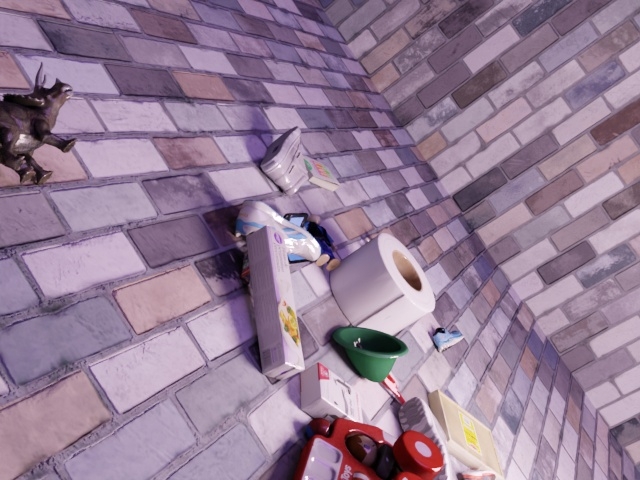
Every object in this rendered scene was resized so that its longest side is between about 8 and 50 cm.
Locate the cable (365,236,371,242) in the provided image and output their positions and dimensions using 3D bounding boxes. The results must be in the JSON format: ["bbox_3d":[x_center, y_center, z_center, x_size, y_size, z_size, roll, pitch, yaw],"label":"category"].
[{"bbox_3d":[0.226,0.094,2.304,0.287,0.072,0.139,56,2,-29],"label":"cable"}]

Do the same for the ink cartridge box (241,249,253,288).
[{"bbox_3d":[-0.140,0.076,1.603,0.063,0.029,0.115,39,33,-32],"label":"ink cartridge box"}]

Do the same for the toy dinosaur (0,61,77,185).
[{"bbox_3d":[-0.501,-0.173,1.177,0.160,0.121,0.313,43,27,3],"label":"toy dinosaur"}]

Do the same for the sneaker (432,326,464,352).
[{"bbox_3d":[0.394,0.295,2.305,0.073,0.063,0.162,56,22,13],"label":"sneaker"}]

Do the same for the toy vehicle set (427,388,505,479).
[{"bbox_3d":[0.395,0.533,2.005,0.267,0.035,0.166,40,27,-31],"label":"toy vehicle set"}]

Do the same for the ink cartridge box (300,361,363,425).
[{"bbox_3d":[0.023,0.330,1.532,0.135,0.056,0.099,40,26,-29],"label":"ink cartridge box"}]

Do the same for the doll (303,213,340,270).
[{"bbox_3d":[0.000,0.000,1.963,0.129,0.046,0.189,25,29,-34],"label":"doll"}]

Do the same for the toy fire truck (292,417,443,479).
[{"bbox_3d":[0.077,0.439,1.383,0.254,0.169,0.302,33,24,-3],"label":"toy fire truck"}]

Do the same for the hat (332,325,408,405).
[{"bbox_3d":[0.114,0.323,1.767,0.209,0.183,0.173,13,14,9],"label":"hat"}]

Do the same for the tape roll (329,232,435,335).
[{"bbox_3d":[0.164,0.123,1.955,0.246,0.169,0.246,44,24,-25],"label":"tape roll"}]

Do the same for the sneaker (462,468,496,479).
[{"bbox_3d":[0.404,0.622,1.899,0.158,0.061,0.064,22,66,-51],"label":"sneaker"}]

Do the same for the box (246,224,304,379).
[{"bbox_3d":[-0.096,0.124,1.527,0.063,0.067,0.324,28,41,-46],"label":"box"}]

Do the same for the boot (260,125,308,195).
[{"bbox_3d":[-0.085,-0.218,2.068,0.123,0.095,0.258,53,30,-19],"label":"boot"}]

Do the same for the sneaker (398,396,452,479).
[{"bbox_3d":[0.267,0.493,1.719,0.115,0.105,0.281,41,26,-29],"label":"sneaker"}]

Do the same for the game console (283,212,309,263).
[{"bbox_3d":[-0.056,-0.007,1.838,0.071,0.107,0.122,31,15,20],"label":"game console"}]

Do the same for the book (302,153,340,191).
[{"bbox_3d":[-0.010,-0.209,2.263,0.144,0.035,0.096,14,41,-55],"label":"book"}]

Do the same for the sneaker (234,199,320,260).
[{"bbox_3d":[-0.100,-0.003,1.713,0.229,0.087,0.092,32,69,-27],"label":"sneaker"}]
